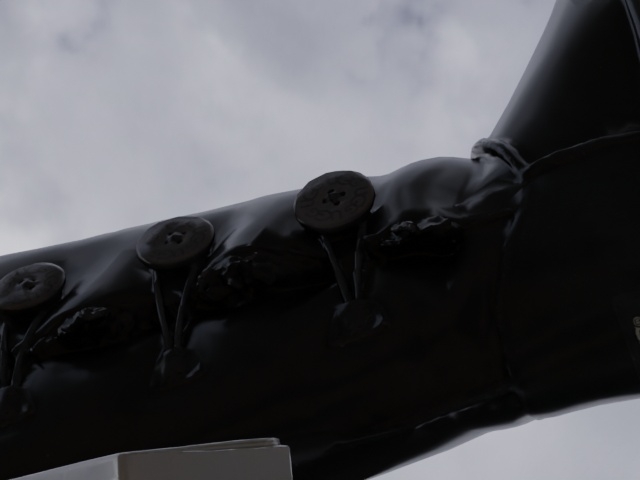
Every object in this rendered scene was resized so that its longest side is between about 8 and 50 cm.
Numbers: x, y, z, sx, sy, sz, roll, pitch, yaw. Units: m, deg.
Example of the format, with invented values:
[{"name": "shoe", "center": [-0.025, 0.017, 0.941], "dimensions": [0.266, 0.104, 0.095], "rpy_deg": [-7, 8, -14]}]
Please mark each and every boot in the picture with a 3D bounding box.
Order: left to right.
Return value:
[{"name": "boot", "center": [0.000, 0.001, 0.831], "dimensions": [0.445, 0.367, 0.146], "rpy_deg": [-19, -65, 13]}]

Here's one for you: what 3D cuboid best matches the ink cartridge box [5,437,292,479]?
[{"name": "ink cartridge box", "center": [-0.051, 0.128, 0.427], "dimensions": [0.056, 0.099, 0.135], "rpy_deg": [3, -106, -38]}]
